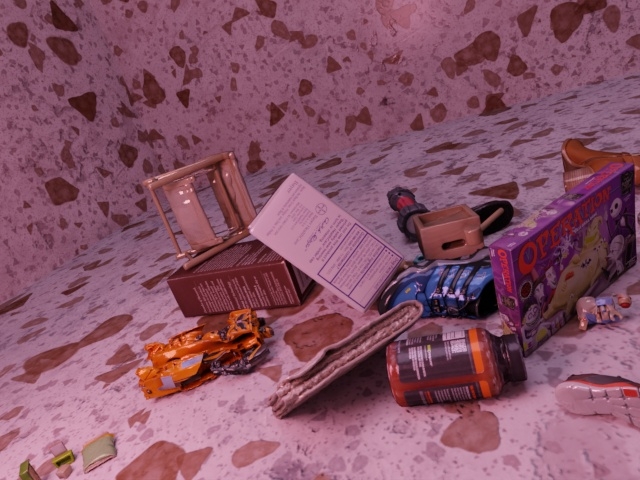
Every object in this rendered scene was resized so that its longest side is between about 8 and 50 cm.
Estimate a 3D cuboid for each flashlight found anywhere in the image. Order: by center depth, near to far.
[{"bbox_3d":[0.258,-0.094,1.483,0.103,0.103,0.304,-21,21,4],"label":"flashlight"}]

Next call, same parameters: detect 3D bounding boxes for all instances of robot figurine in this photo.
[{"bbox_3d":[-0.245,0.240,1.086,0.291,0.085,0.211,-21,21,-4],"label":"robot figurine"}]

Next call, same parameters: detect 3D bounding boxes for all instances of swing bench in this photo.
[{"bbox_3d":[-0.324,-0.093,1.392,0.255,0.253,0.165,-25,19,-19],"label":"swing bench"}]

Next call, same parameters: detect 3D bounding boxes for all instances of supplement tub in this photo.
[{"bbox_3d":[0.207,0.193,0.760,0.198,0.106,0.106,-12,21,17],"label":"supplement tub"}]

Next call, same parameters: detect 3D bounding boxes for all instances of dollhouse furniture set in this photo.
[{"bbox_3d":[-0.461,0.396,0.910,0.152,0.058,0.076,-27,21,-19],"label":"dollhouse furniture set"}]

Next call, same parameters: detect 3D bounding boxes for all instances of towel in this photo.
[{"bbox_3d":[0.035,0.202,0.842,0.282,0.049,0.187,-27,-17,-25],"label":"towel"}]

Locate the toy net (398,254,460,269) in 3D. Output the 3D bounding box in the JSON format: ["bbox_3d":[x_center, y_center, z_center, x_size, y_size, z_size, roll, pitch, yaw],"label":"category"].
[{"bbox_3d":[0.231,0.039,1.212,0.232,0.045,0.122,-9,32,21],"label":"toy net"}]

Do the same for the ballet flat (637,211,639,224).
[{"bbox_3d":[0.693,-0.037,1.016,0.041,0.041,0.114,-18,20,3],"label":"ballet flat"}]

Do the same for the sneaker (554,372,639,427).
[{"bbox_3d":[0.396,0.198,0.646,0.158,0.061,0.065,0,21,42],"label":"sneaker"}]

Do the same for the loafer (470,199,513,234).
[{"bbox_3d":[0.389,-0.053,1.279,0.220,0.080,0.078,-20,20,-2],"label":"loafer"}]

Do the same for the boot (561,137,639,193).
[{"bbox_3d":[0.765,-0.212,1.308,0.220,0.109,0.283,-9,24,29],"label":"boot"}]

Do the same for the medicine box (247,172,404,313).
[{"bbox_3d":[0.000,0.000,1.086,0.149,0.289,0.263,-53,8,-2],"label":"medicine box"}]

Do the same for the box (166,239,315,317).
[{"bbox_3d":[-0.205,0.095,1.359,0.382,0.143,0.191,-7,23,26],"label":"box"}]

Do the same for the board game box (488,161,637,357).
[{"bbox_3d":[0.431,0.024,0.850,0.347,0.208,0.056,-29,22,-24],"label":"board game box"}]

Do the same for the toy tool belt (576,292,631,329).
[{"bbox_3d":[0.467,0.121,0.810,0.083,0.052,0.051,-12,52,28],"label":"toy tool belt"}]

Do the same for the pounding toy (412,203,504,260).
[{"bbox_3d":[0.309,-0.007,1.067,0.181,0.094,0.206,-13,16,6],"label":"pounding toy"}]

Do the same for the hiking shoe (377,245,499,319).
[{"bbox_3d":[0.257,0.099,0.955,0.304,0.113,0.132,-22,27,8],"label":"hiking shoe"}]
